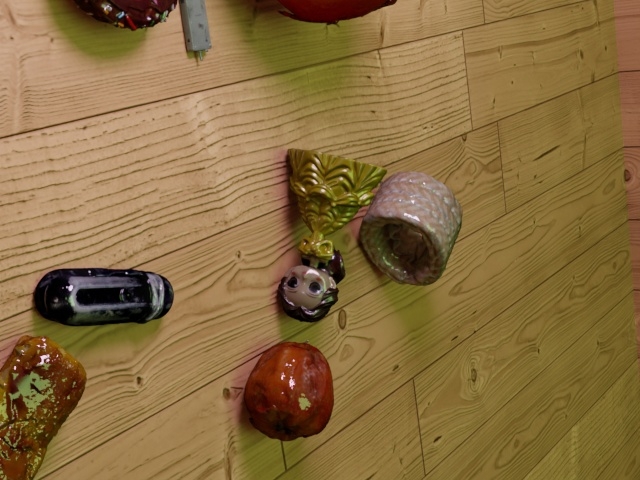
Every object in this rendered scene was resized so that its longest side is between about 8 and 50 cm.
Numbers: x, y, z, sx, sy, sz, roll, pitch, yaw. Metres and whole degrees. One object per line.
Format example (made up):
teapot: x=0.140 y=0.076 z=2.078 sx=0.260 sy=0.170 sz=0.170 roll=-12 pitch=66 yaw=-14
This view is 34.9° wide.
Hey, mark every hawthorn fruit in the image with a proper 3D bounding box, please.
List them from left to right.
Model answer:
hawthorn fruit: x=-0.060 y=0.276 z=1.857 sx=0.173 sy=0.173 sz=0.179 roll=9 pitch=59 yaw=-53

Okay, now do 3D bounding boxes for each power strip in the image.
power strip: x=-0.212 y=-0.372 z=1.717 sx=0.051 sy=0.019 sz=0.136 roll=-25 pitch=112 yaw=-52

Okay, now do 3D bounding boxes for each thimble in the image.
thimble: x=0.196 y=-0.025 z=2.137 sx=0.229 sy=0.196 sz=0.148 roll=58 pitch=47 yaw=-36

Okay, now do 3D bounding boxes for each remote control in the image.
remote control: x=-0.314 y=0.088 z=1.564 sx=0.266 sy=0.066 sz=0.090 roll=3 pitch=93 yaw=-53

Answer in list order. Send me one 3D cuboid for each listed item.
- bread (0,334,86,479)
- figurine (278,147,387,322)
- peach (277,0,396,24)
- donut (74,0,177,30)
bread: x=-0.432 y=0.264 z=1.408 sx=0.139 sy=0.077 sz=0.271 roll=51 pitch=56 yaw=-38
figurine: x=-0.001 y=0.000 z=1.915 sx=0.187 sy=0.168 sz=0.315 roll=12 pitch=90 yaw=-10
peach: x=0.007 y=-0.544 z=1.752 sx=0.370 sy=0.370 sz=0.370 roll=-4 pitch=95 yaw=-53
donut: x=-0.305 y=-0.428 z=1.530 sx=0.235 sy=0.089 sz=0.235 roll=-3 pitch=93 yaw=-54
